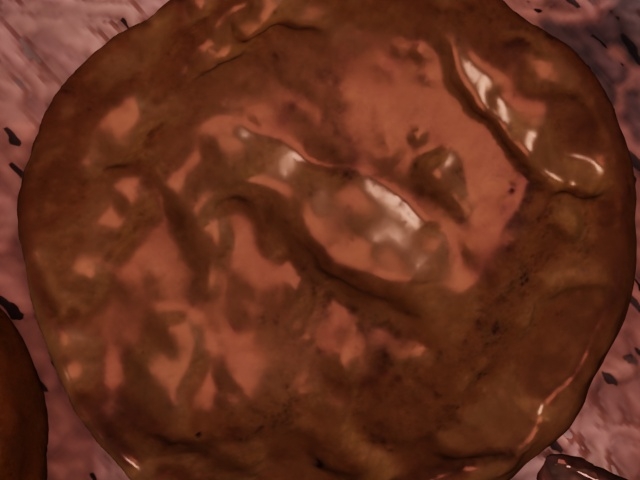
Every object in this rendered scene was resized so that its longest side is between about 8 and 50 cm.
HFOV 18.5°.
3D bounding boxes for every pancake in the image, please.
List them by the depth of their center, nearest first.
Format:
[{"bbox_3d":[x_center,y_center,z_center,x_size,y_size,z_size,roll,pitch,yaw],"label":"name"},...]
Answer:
[{"bbox_3d":[0.000,0.000,0.737,0.242,0.050,0.242,1,66,-2],"label":"pancake"}]

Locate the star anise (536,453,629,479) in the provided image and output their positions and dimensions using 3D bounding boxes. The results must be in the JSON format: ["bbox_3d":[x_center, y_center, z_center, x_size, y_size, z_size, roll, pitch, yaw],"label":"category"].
[{"bbox_3d":[0.213,0.179,0.722,0.332,0.117,0.331,2,74,-6],"label":"star anise"}]

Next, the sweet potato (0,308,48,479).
[{"bbox_3d":[-0.140,0.098,0.706,0.081,0.062,0.233,5,80,-4],"label":"sweet potato"}]
